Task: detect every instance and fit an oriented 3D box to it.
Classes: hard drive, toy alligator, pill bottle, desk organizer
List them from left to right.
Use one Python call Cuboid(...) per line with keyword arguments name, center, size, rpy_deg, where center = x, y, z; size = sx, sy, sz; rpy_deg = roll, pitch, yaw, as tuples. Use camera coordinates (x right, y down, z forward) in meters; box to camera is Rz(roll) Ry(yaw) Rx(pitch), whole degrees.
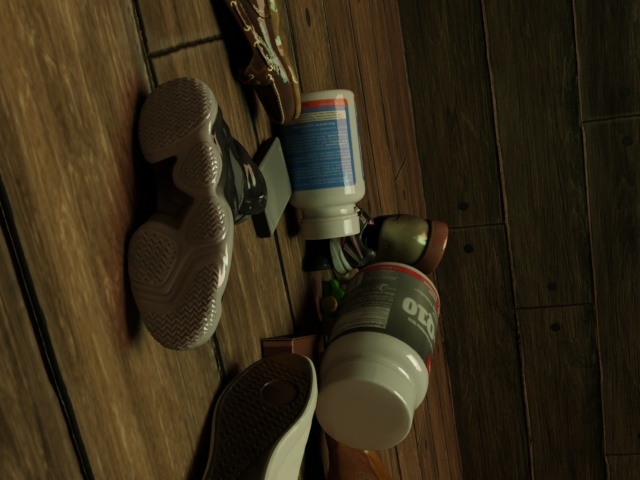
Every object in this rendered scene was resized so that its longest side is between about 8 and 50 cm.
Cuboid(name="hard drive", center=(-0.073, -0.077, 1.094), size=(0.135, 0.022, 0.094), rpy_deg=(-71, 152, -58))
Cuboid(name="desk organizer", center=(-0.040, 0.160, 1.089), size=(0.130, 0.047, 0.050), rpy_deg=(15, 72, -74))
Cuboid(name="pill bottle", center=(0.004, -0.116, 1.200), size=(0.124, 0.124, 0.221), rpy_deg=(-21, 105, -75))
Cuboid(name="toy alligator", center=(0.031, 0.109, 1.360), size=(0.056, 0.051, 0.189), rpy_deg=(43, 44, -69))
Cuboid(name="pill bottle", center=(0.090, 0.170, 1.175), size=(0.283, 0.161, 0.161), rpy_deg=(-67, 148, -56))

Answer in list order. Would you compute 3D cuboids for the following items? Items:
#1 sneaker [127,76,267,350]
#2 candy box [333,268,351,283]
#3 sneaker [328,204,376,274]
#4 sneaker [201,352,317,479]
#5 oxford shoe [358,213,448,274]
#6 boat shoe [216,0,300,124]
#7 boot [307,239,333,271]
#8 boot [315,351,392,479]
Cuboid(name="sneaker", center=(-0.110, -0.017, 0.774), size=(0.153, 0.101, 0.268), rpy_deg=(41, 43, -65))
Cuboid(name="candy box", center=(0.043, -0.029, 1.499), size=(0.105, 0.027, 0.205), rpy_deg=(72, 19, -52))
Cuboid(name="sneaker", center=(0.051, -0.035, 1.287), size=(0.072, 0.077, 0.178), rpy_deg=(13, 63, -71))
Cuboid(name="sneaker", center=(-0.074, 0.253, 0.857), size=(0.290, 0.106, 0.123), rpy_deg=(-65, 158, -49))
Cuboid(name="oxford shoe", center=(0.112, 0.002, 1.427), size=(0.348, 0.130, 0.122), rpy_deg=(148, -42, -72))
Cuboid(name="boat shoe", center=(-0.086, -0.245, 1.037), size=(0.073, 0.073, 0.206), rpy_deg=(-36, 124, -29))
Cuboid(name="boot", center=(0.000, 0.000, 1.301), size=(0.121, 0.045, 0.099), rpy_deg=(-16, 99, -77))
Cuboid(name="boot", center=(0.067, 0.334, 1.267), size=(0.264, 0.096, 0.280), rpy_deg=(28, 40, -51))
